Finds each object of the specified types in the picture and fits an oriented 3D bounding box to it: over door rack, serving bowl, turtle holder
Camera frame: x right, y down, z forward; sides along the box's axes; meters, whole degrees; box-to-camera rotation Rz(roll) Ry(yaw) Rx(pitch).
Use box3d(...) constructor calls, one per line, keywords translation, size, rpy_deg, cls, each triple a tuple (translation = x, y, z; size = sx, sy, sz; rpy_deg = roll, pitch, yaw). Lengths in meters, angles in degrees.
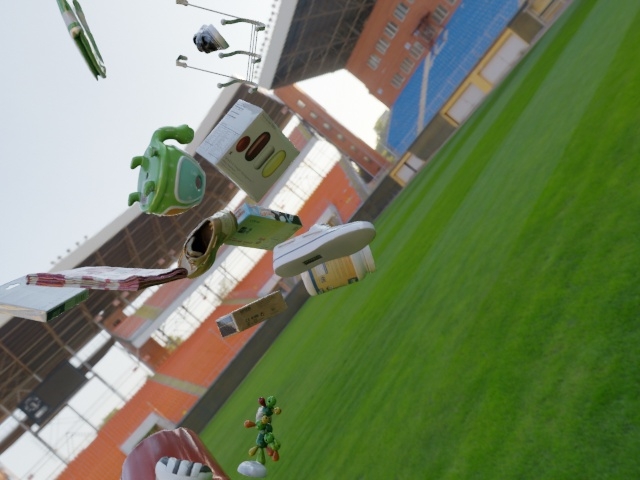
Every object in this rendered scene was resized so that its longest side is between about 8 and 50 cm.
box3d(translation=(-0.359, -0.658, 1.588), size=(0.108, 0.323, 0.240), rpy_deg=(-64, -6, -47), cls="over door rack")
box3d(translation=(-0.184, 0.625, 1.283), size=(0.083, 0.083, 0.027), rpy_deg=(123, 160, -74), cls="serving bowl")
box3d(translation=(-0.546, -0.241, 1.682), size=(0.227, 0.321, 0.243), rpy_deg=(10, -34, -38), cls="turtle holder")

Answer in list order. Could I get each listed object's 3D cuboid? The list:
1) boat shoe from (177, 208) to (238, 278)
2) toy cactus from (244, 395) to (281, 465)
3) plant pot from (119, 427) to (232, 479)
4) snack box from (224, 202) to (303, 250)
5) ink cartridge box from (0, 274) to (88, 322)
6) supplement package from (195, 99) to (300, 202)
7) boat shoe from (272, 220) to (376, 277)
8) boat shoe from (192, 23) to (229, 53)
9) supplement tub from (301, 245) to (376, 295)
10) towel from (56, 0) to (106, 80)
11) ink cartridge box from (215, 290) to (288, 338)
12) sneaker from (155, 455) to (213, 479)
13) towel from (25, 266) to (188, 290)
box3d(translation=(-0.408, 0.020, 1.559), size=(0.341, 0.122, 0.110), rpy_deg=(-47, -15, 34), cls="boat shoe")
box3d(translation=(-0.175, 0.561, 1.402), size=(0.180, 0.112, 0.219), rpy_deg=(-150, 59, -75), cls="toy cactus")
box3d(translation=(-0.306, 0.575, 1.021), size=(0.272, 0.272, 0.265), rpy_deg=(-50, 36, -9), cls="plant pot")
box3d(translation=(-0.233, -0.045, 1.809), size=(0.187, 0.060, 0.321), rpy_deg=(-38, -25, 24), cls="snack box")
box3d(translation=(-0.915, 0.183, 1.504), size=(0.223, 0.223, 0.046), rpy_deg=(-64, -14, -76), cls="ink cartridge box")
box3d(translation=(-0.211, -0.262, 1.375), size=(0.203, 0.149, 0.194), rpy_deg=(-51, -46, -4), cls="supplement package")
box3d(translation=(0.000, 0.000, 1.083), size=(0.257, 0.084, 0.095), rpy_deg=(-21, -35, 12), cls="boat shoe")
box3d(translation=(-0.329, -0.579, 1.357), size=(0.076, 0.080, 0.228), rpy_deg=(-44, 39, 1), cls="boat shoe")
box3d(translation=(0.044, 0.060, 1.311), size=(0.199, 0.145, 0.144), rpy_deg=(-19, 0, 4), cls="supplement tub")
box3d(translation=(-0.573, -0.563, 1.057), size=(0.038, 0.325, 0.248), rpy_deg=(-19, -1, -13), cls="towel")
box3d(translation=(-0.278, 0.299, 1.875), size=(0.234, 0.088, 0.193), rpy_deg=(-22, -4, -37), cls="ink cartridge box")
box3d(translation=(-0.180, 0.353, 0.565), size=(0.229, 0.086, 0.132), rpy_deg=(99, -179, -54), cls="sneaker")
box3d(translation=(-0.553, 0.091, 1.231), size=(0.237, 0.328, 0.037), rpy_deg=(-12, -77, -77), cls="towel")
